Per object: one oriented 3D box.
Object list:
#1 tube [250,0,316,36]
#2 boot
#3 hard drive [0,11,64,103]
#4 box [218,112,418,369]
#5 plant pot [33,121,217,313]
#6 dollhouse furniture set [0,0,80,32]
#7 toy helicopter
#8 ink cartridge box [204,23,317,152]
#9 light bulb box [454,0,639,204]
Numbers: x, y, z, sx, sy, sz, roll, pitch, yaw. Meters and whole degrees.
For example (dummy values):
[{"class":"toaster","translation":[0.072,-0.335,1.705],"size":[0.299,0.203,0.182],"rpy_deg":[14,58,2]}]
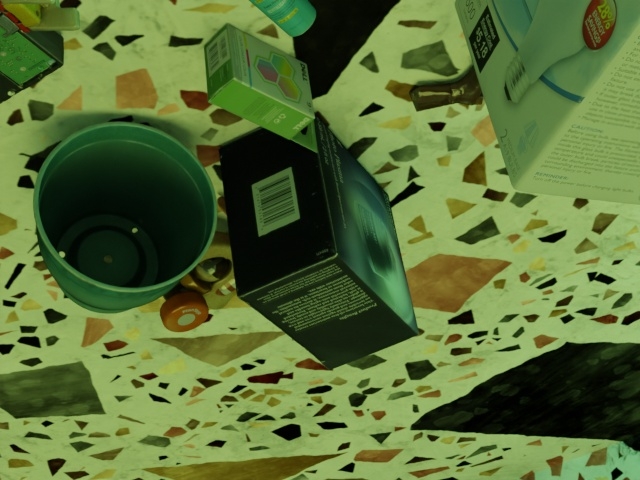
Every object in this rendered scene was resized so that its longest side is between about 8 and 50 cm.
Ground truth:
[{"class":"tube","translation":[-0.088,-0.355,1.597],"size":[0.080,0.052,0.207],"rpy_deg":[-36,131,19]},{"class":"boot","translation":[0.195,-0.239,1.831],"size":[0.114,0.037,0.106],"rpy_deg":[-3,143,0]},{"class":"hard drive","translation":[-0.554,-0.247,1.625],"size":[0.338,0.064,0.237],"rpy_deg":[-25,142,23]},{"class":"box","translation":[0.000,0.000,1.896],"size":[0.182,0.296,0.294],"rpy_deg":[-23,143,18]},{"class":"plant pot","translation":[-0.321,-0.009,1.862],"size":[0.271,0.272,0.255],"rpy_deg":[3,158,-17]},{"class":"dollhouse furniture set","translation":[-0.385,-0.369,1.235],"size":[0.152,0.201,0.374],"rpy_deg":[-6,168,7]},{"class":"toy helicopter","translation":[-0.123,0.038,2.101],"size":[0.355,0.140,0.235],"rpy_deg":[4,135,-35]},{"class":"ink cartridge box","translation":[-0.068,-0.219,1.732],"size":[0.209,0.109,0.062],"rpy_deg":[23,135,-37]},{"class":"light bulb box","translation":[0.377,-0.296,1.510],"size":[0.225,0.358,0.361],"rpy_deg":[4,142,-21]}]
